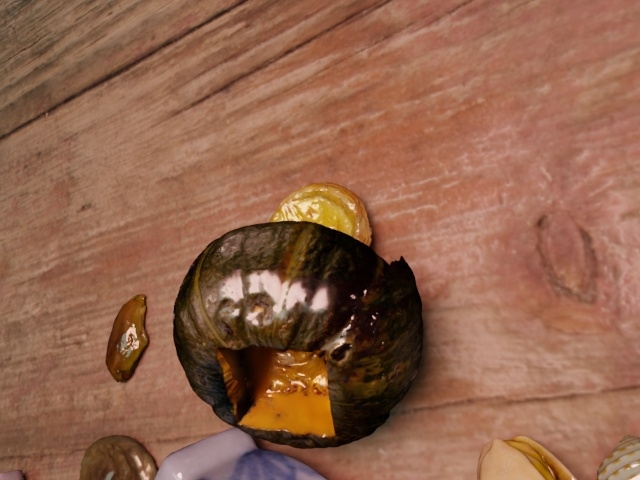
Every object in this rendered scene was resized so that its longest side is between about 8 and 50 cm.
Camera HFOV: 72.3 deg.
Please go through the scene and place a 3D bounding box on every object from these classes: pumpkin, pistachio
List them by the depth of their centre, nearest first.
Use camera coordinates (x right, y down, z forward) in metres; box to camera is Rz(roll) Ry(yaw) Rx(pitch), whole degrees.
[{"bbox_3d":[0.233,0.320,0.468,0.200,0.117,0.145,61,141,34],"label":"pistachio"},{"bbox_3d":[-0.030,0.122,0.554,0.321,0.320,0.192,-15,28,22],"label":"pumpkin"},{"bbox_3d":[-0.374,0.187,0.841,0.090,0.049,0.172,2,79,26],"label":"pistachio"}]

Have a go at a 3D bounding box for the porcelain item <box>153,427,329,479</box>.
[{"bbox_3d":[-0.038,0.402,0.511,0.405,0.243,0.178,26,112,40],"label":"porcelain item"}]

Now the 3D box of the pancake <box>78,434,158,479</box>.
[{"bbox_3d":[-0.374,0.471,0.774,0.223,0.042,0.236,31,91,31],"label":"pancake"}]

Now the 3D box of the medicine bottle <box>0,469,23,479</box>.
[{"bbox_3d":[-0.615,0.568,0.813,0.139,0.139,0.225,-30,66,17],"label":"medicine bottle"}]

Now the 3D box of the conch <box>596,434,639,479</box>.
[{"bbox_3d":[0.352,0.276,0.435,0.136,0.102,0.153,-3,67,-5],"label":"conch"}]

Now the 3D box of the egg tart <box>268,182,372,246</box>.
[{"bbox_3d":[0.000,0.000,0.691,0.192,0.074,0.191,-7,73,25],"label":"egg tart"}]
